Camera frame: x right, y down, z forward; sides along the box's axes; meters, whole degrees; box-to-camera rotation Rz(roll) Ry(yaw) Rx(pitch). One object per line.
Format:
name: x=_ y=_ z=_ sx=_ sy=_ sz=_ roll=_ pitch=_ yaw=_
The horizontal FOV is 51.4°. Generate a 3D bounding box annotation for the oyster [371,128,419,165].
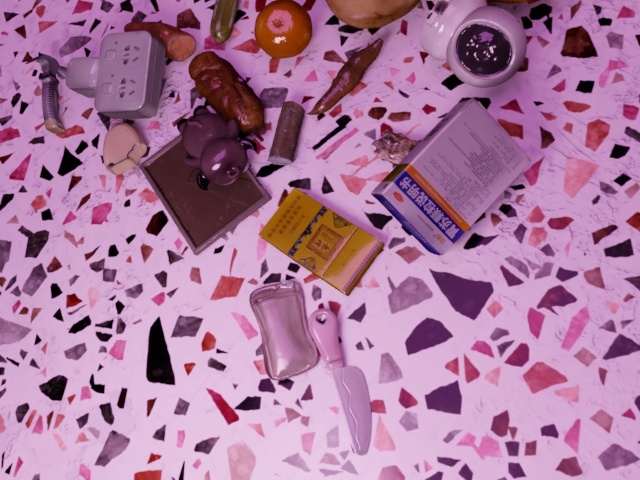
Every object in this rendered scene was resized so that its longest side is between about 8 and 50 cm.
oyster: x=0.214 y=-0.221 z=1.612 sx=0.200 sy=0.061 sz=0.106 roll=12 pitch=74 yaw=28

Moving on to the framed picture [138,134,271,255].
framed picture: x=-0.313 y=-0.156 z=1.768 sx=0.247 sy=0.022 sz=0.335 roll=-38 pitch=65 yaw=0

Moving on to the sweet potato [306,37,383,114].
sweet potato: x=0.067 y=-0.420 z=1.731 sx=0.067 sy=0.067 sz=0.274 roll=42 pitch=88 yaw=24

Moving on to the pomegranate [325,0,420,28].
pomegranate: x=0.122 y=-0.713 z=1.686 sx=0.333 sy=0.332 sz=0.332 roll=-5 pitch=70 yaw=14

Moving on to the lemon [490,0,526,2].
lemon: x=0.472 y=-0.710 z=1.605 sx=0.293 sy=0.293 sz=0.292 roll=-5 pitch=70 yaw=14

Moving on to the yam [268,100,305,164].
yam: x=-0.088 y=-0.274 z=1.722 sx=0.068 sy=0.068 sz=0.169 roll=6 pitch=69 yaw=18

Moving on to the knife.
knife: x=0.055 y=0.309 z=1.495 sx=0.081 sy=0.043 sz=0.335 roll=-19 pitch=72 yaw=-6

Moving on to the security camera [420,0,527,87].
security camera: x=0.381 y=-0.474 z=1.595 sx=0.194 sy=0.194 sz=0.236 roll=-44 pitch=71 yaw=-2

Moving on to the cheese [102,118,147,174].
cheese: x=-0.563 y=-0.305 z=1.878 sx=0.127 sy=0.050 sz=0.255 roll=-24 pitch=59 yaw=6

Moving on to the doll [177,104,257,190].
doll: x=-0.275 y=-0.238 z=1.710 sx=0.182 sy=0.117 sz=0.257 roll=-41 pitch=64 yaw=0

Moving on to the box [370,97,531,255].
box: x=0.292 y=-0.142 z=1.493 sx=0.200 sy=0.106 sz=0.299 roll=44 pitch=88 yaw=-11

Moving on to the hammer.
hammer: x=-0.792 y=-0.431 z=1.952 sx=0.041 sy=0.159 sz=0.226 roll=-9 pitch=82 yaw=15

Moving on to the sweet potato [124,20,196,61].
sweet potato: x=-0.475 y=-0.588 z=1.928 sx=0.252 sy=0.097 sz=0.097 roll=22 pitch=79 yaw=20

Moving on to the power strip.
power strip: x=-0.566 y=-0.453 z=1.878 sx=0.261 sy=0.141 sz=0.229 roll=1 pitch=81 yaw=19

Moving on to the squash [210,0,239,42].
squash: x=-0.271 y=-0.678 z=1.916 sx=0.069 sy=0.069 sz=0.238 roll=4 pitch=73 yaw=18

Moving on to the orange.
orange: x=-0.099 y=-0.566 z=1.790 sx=0.159 sy=0.136 sz=0.158 roll=0 pitch=90 yaw=11

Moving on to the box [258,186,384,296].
box: x=-0.001 y=-0.001 z=1.614 sx=0.279 sy=0.041 sz=0.153 roll=33 pitch=81 yaw=24

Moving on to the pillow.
pillow: x=-0.086 y=0.207 z=1.562 sx=0.131 sy=0.038 sz=0.232 roll=-16 pitch=68 yaw=-3

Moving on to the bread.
bread: x=-0.246 y=-0.390 z=1.798 sx=0.124 sy=0.084 sz=0.344 roll=-38 pitch=66 yaw=1
